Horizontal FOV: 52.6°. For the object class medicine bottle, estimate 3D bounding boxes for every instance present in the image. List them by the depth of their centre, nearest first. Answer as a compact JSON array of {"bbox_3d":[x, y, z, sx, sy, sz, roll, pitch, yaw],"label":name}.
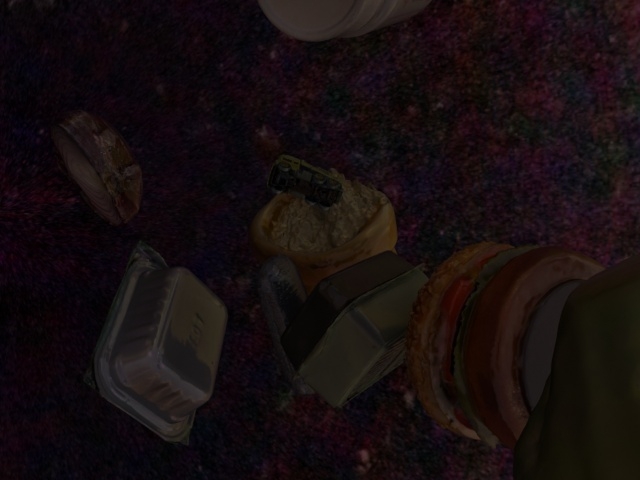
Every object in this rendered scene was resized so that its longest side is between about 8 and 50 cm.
[{"bbox_3d":[0.059,-0.446,1.056,0.371,0.211,0.211,-42,113,-55],"label":"medicine bottle"}]

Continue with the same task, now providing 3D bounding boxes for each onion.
[{"bbox_3d":[-0.368,-0.131,1.092,0.098,0.151,0.206,-43,133,-32],"label":"onion"}]

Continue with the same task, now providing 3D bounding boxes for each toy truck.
[{"bbox_3d":[-0.028,-0.138,1.466,0.168,0.100,0.077,19,123,-1],"label":"toy truck"}]

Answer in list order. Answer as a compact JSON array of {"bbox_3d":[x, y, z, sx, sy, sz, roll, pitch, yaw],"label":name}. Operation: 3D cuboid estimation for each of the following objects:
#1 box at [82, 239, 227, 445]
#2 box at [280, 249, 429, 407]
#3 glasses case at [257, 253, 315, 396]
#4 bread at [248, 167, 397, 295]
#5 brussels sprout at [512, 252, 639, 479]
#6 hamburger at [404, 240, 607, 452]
[{"bbox_3d":[-0.273,0.182,1.227,0.264,0.106,0.337,49,29,-34],"label":"box"},{"bbox_3d":[0.082,0.148,1.158,0.166,0.221,0.290,46,34,18],"label":"box"},{"bbox_3d":[-0.051,0.162,1.226,0.109,0.067,0.283,-44,123,-58],"label":"glasses case"},{"bbox_3d":[0.017,-0.007,1.705,0.245,0.423,0.329,46,64,-45],"label":"bread"},{"bbox_3d":[0.245,0.154,0.358,0.344,0.268,0.344,50,29,-42],"label":"brussels sprout"},{"bbox_3d":[0.299,0.161,1.000,0.329,0.250,0.330,1,88,-29],"label":"hamburger"}]
